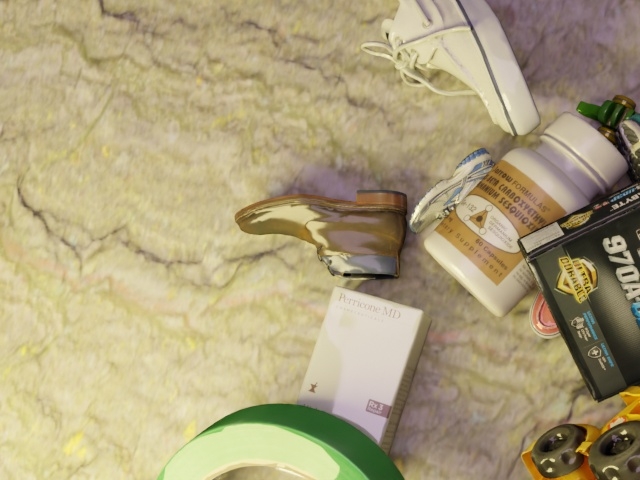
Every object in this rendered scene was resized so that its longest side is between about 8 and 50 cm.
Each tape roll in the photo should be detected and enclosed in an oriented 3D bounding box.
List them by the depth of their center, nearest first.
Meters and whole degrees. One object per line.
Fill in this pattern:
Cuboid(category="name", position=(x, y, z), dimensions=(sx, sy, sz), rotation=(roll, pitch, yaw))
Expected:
Cuboid(category="tape roll", position=(-0.043, 0.349, 1.287), dimensions=(0.321, 0.077, 0.321), rotation=(4, 101, 21))

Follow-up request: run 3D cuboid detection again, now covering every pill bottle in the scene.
Cuboid(category="pill bottle", position=(0.242, -0.034, 1.319), dimensions=(0.229, 0.131, 0.131), rotation=(-46, 72, 2))

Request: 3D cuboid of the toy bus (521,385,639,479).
Cuboid(category="toy bus", position=(0.361, 0.222, 1.226), dimensions=(0.211, 0.220, 0.149), rotation=(-46, 107, -26))

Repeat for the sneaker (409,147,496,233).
Cuboid(category="sneaker", position=(0.167, -0.051, 1.384), dimensions=(0.135, 0.052, 0.058), rotation=(-43, 78, 4))

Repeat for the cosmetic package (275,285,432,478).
Cuboid(category="cosmetic package", position=(0.042, 0.180, 1.352), dimensions=(0.117, 0.085, 0.231), rotation=(15, 84, 16))

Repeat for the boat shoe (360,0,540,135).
Cuboid(category="boat shoe", position=(0.127, -0.259, 1.391), dimensions=(0.156, 0.136, 0.367), rotation=(-29, 71, 7))

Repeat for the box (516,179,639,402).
Cuboid(category="box", position=(0.340, 0.055, 1.253), dimensions=(0.175, 0.051, 0.220), rotation=(-26, 116, 8))

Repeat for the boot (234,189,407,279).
Cuboid(category="boot", position=(0.000, 0.000, 1.399), dimensions=(0.219, 0.082, 0.106), rotation=(-5, 75, 11))

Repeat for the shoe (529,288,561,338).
Cuboid(category="shoe", position=(0.306, 0.037, 1.314), dimensions=(0.063, 0.081, 0.178), rotation=(42, 91, 18))

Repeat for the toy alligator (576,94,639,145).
Cuboid(category="toy alligator", position=(0.392, -0.127, 1.341), dimensions=(0.190, 0.051, 0.056), rotation=(29, 87, 18))

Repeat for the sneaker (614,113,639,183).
Cuboid(category="sneaker", position=(0.455, -0.055, 1.289), dimensions=(0.275, 0.107, 0.110), rotation=(39, 84, 4))
